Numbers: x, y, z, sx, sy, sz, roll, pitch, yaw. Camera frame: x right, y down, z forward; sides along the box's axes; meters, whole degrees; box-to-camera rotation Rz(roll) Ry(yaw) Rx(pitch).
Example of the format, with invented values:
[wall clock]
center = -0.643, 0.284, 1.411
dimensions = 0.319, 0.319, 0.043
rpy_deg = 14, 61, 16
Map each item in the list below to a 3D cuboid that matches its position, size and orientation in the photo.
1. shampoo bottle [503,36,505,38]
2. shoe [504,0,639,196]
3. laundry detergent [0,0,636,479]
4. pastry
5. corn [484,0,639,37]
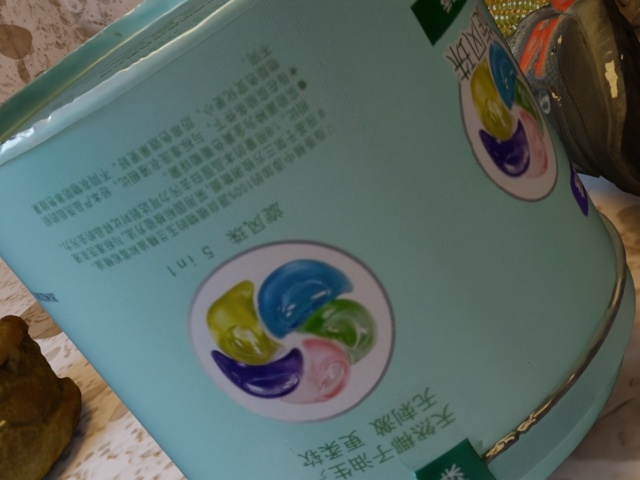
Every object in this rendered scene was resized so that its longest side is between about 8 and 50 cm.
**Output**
[shampoo bottle]
center = 0.169, -0.149, 0.937
dimensions = 0.099, 0.072, 0.043
rpy_deg = -48, 0, -30
[shoe]
center = 0.181, -0.107, 0.761
dimensions = 0.171, 0.132, 0.336
rpy_deg = -32, 18, 21
[laundry detergent]
center = 0.000, 0.000, 0.529
dimensions = 0.287, 0.305, 0.287
rpy_deg = -30, 21, 13
[pastry]
center = -0.343, 0.194, 0.904
dimensions = 0.235, 0.132, 0.240
rpy_deg = -37, 12, 18
[corn]
center = 0.209, -0.235, 1.025
dimensions = 0.106, 0.106, 0.293
rpy_deg = -46, 24, -29
